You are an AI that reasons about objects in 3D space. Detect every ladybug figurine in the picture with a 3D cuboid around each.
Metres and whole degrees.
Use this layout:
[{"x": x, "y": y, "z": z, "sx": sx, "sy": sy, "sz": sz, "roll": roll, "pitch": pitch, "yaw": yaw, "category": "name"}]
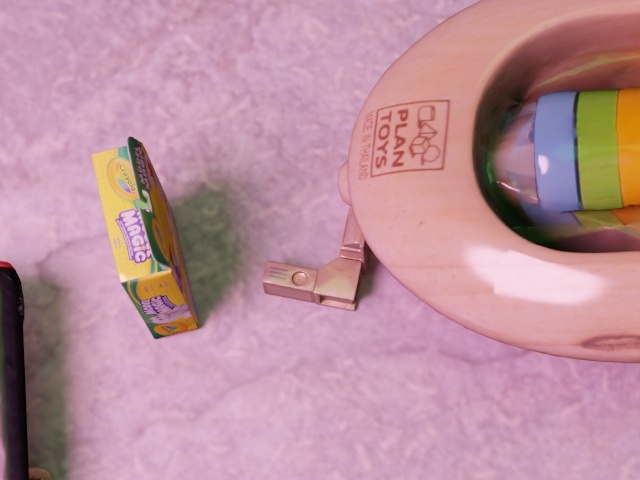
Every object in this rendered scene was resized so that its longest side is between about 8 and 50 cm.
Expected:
[{"x": 0.236, "y": -0.048, "z": 1.257, "sx": 0.449, "sy": 0.162, "sz": 0.305, "roll": 0, "pitch": 69, "yaw": 18, "category": "ladybug figurine"}]

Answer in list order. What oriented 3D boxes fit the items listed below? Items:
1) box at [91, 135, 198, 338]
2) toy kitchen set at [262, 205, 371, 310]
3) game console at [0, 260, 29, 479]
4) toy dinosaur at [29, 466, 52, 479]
[{"x": -0.130, "y": 0.000, "z": 1.295, "sx": 0.043, "sy": 0.179, "sz": 0.105, "roll": -14, "pitch": 71, "yaw": -3, "category": "box"}, {"x": 0.000, "y": 0.000, "z": 1.348, "sx": 0.075, "sy": 0.068, "sz": 0.083, "roll": 11, "pitch": 72, "yaw": 6, "category": "toy kitchen set"}, {"x": -0.372, "y": 0.217, "z": 1.267, "sx": 0.342, "sy": 0.060, "sz": 0.387, "roll": -7, "pitch": 75, "yaw": 7, "category": "game console"}, {"x": -0.314, "y": 0.111, "z": 1.330, "sx": 0.268, "sy": 0.064, "sz": 0.118, "roll": 22, "pitch": 80, "yaw": 12, "category": "toy dinosaur"}]
